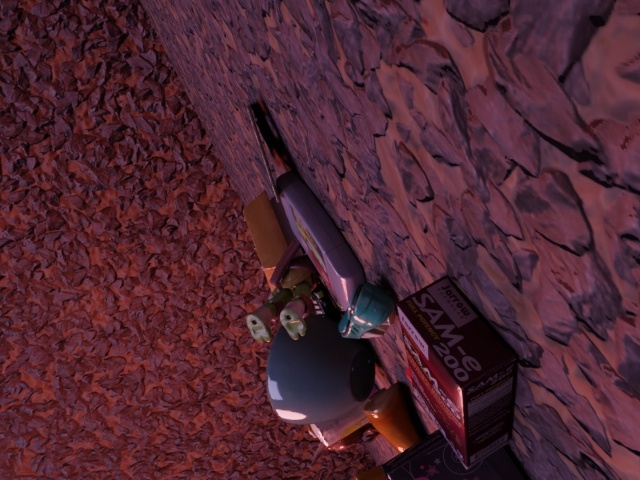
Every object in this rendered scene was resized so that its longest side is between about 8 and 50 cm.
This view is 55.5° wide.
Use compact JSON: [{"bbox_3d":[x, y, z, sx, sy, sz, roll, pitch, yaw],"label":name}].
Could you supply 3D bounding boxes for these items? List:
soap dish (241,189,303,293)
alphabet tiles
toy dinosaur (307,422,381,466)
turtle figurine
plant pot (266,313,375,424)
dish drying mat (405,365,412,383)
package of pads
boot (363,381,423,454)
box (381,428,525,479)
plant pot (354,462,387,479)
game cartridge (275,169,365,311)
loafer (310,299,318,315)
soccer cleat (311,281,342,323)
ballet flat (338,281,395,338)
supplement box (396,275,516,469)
[{"bbox_3d":[-0.125,0.025,1.711,0.291,0.118,0.229,84,164,-67],"label":"soap dish"},{"bbox_3d":[-0.124,-0.193,1.304,0.237,0.009,0.198,-115,8,-76],"label":"alphabet tiles"},{"bbox_3d":[0.090,0.604,1.901,0.200,0.295,0.127,-2,101,41],"label":"toy dinosaur"},{"bbox_3d":[-0.036,0.156,1.379,0.197,0.266,0.275,21,122,14],"label":"turtle figurine"},{"bbox_3d":[0.025,0.335,1.564,0.195,0.290,0.290,-2,126,33],"label":"plant pot"},{"bbox_3d":[0.178,0.261,1.176,0.032,0.008,0.083,59,171,20],"label":"dish drying mat"},{"bbox_3d":[0.043,0.475,1.903,0.296,0.229,0.101,46,163,58],"label":"package of pads"},{"bbox_3d":[0.196,0.442,1.398,0.211,0.104,0.295,54,175,12],"label":"boot"},{"bbox_3d":[0.216,0.391,0.849,0.247,0.163,0.142,58,172,16],"label":"box"},{"bbox_3d":[0.235,0.710,1.680,0.212,0.187,0.212,59,170,12],"label":"plant pot"},{"bbox_3d":[0.000,0.000,1.239,0.294,0.060,0.196,55,166,33],"label":"game cartridge"},{"bbox_3d":[-0.037,0.280,2.067,0.134,0.130,0.366,61,171,4],"label":"loafer"},{"bbox_3d":[0.009,0.182,1.738,0.179,0.060,0.072,58,170,38],"label":"soccer cleat"},{"bbox_3d":[0.085,0.138,1.080,0.087,0.083,0.247,24,163,4],"label":"ballet flat"},{"bbox_3d":[0.166,0.168,0.738,0.130,0.073,0.239,54,168,40],"label":"supplement box"}]
